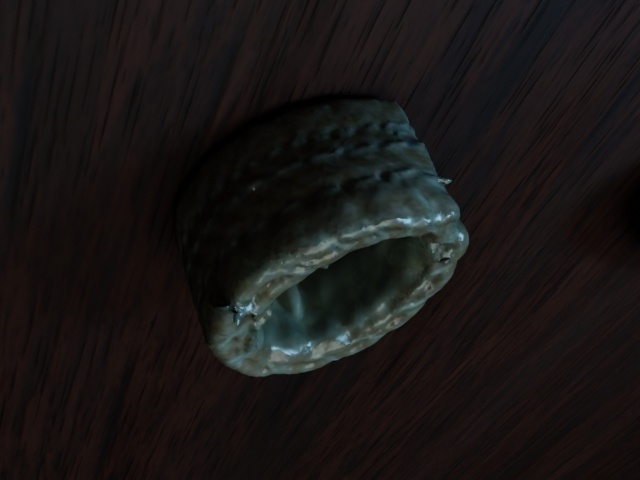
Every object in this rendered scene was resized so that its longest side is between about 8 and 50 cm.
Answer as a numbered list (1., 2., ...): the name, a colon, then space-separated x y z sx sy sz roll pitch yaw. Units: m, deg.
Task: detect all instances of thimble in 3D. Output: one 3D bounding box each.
1. thimble: -0.002 0.004 0.638 0.229 0.148 0.196 -24 147 1
